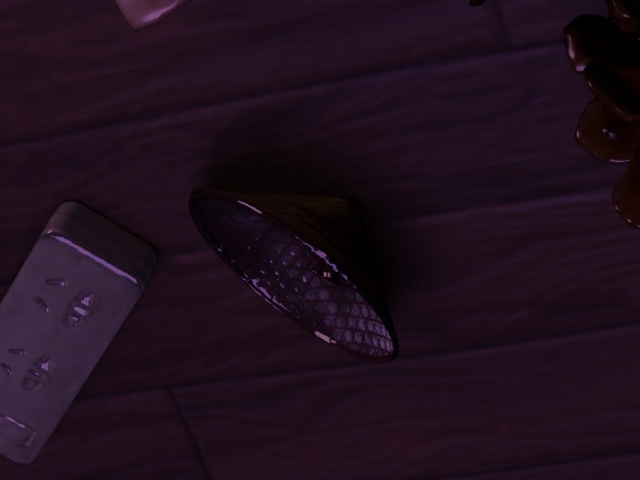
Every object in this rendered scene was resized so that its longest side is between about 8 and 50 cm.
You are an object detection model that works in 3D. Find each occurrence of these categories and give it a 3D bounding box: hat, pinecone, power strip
[{"bbox_3d":[0.000,0.000,1.433,0.193,0.082,0.193,34,163,12],"label":"hat"},{"bbox_3d":[0.257,-0.122,1.199,0.202,0.229,0.201,-6,160,-16],"label":"pinecone"},{"bbox_3d":[-0.232,0.094,1.565,0.093,0.053,0.288,30,124,-7],"label":"power strip"}]

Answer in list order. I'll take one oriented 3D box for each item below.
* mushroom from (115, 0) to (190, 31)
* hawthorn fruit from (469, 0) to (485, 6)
[{"bbox_3d":[-0.124,-0.253,1.236,0.173,0.162,0.236,-20,118,27],"label":"mushroom"},{"bbox_3d":[0.053,-0.257,1.147,0.230,0.210,0.266,-27,78,12],"label":"hawthorn fruit"}]
